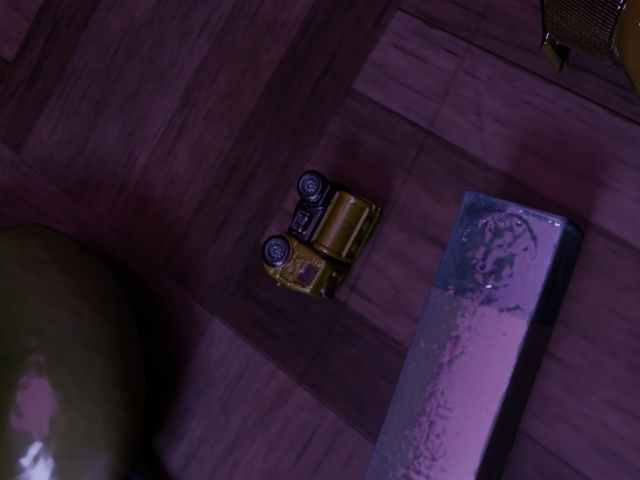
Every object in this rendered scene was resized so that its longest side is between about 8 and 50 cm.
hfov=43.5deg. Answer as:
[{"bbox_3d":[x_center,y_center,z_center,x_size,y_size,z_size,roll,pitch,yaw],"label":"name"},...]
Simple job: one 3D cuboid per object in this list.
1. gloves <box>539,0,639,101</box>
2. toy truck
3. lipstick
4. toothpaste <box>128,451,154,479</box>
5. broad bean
[{"bbox_3d":[0.242,-0.057,0.389,0.141,0.154,0.331,-43,59,17],"label":"gloves"},{"bbox_3d":[0.000,0.000,0.557,0.054,0.049,0.083,30,95,26],"label":"toy truck"},{"bbox_3d":[0.074,0.131,0.489,0.066,0.068,0.317,20,92,27],"label":"lipstick"},{"bbox_3d":[-0.135,0.206,0.601,0.062,0.037,0.216,-48,59,11],"label":"toothpaste"},{"bbox_3d":[-0.241,0.101,0.611,0.238,0.119,0.291,-51,57,10],"label":"broad bean"}]
